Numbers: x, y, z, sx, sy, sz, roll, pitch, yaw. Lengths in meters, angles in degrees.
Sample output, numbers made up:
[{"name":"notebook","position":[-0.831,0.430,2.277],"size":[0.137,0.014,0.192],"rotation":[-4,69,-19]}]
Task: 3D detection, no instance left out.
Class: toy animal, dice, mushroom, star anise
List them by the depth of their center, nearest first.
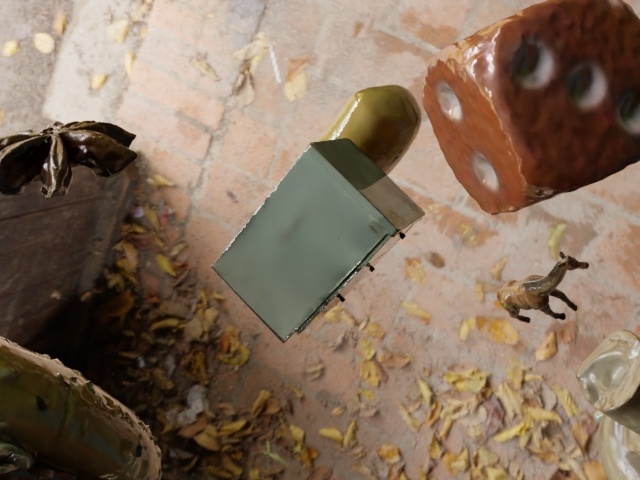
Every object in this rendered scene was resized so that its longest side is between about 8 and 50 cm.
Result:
[{"name":"star anise","position":[-0.251,-0.081,0.668],"size":[0.167,0.168,0.057],"rotation":[-4,111,19]},{"name":"dice","position":[0.216,-0.132,0.705],"size":[0.174,0.175,0.179],"rotation":[-23,96,-10]},{"name":"mushroom","position":[0.472,0.241,0.909],"size":[0.290,0.292,0.292],"rotation":[28,113,-28]},{"name":"toy animal","position":[0.426,0.093,1.328],"size":[0.224,0.229,0.066],"rotation":[-8,56,41]}]

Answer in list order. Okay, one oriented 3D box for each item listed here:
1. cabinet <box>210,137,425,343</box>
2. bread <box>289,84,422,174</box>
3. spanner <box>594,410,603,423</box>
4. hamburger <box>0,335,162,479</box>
[{"name":"cabinet","position":[0.000,0.000,0.890],"size":[0.150,0.145,0.206],"rotation":[45,112,8]},{"name":"bread","position":[0.057,-0.126,1.014],"size":[0.217,0.147,0.098],"rotation":[-44,73,42]},{"name":"spanner","position":[0.660,0.258,1.354],"size":[0.040,0.096,0.325],"rotation":[41,128,-5]},{"name":"hamburger","position":[-0.268,0.173,0.511],"size":[0.276,0.318,0.195],"rotation":[16,63,10]}]
